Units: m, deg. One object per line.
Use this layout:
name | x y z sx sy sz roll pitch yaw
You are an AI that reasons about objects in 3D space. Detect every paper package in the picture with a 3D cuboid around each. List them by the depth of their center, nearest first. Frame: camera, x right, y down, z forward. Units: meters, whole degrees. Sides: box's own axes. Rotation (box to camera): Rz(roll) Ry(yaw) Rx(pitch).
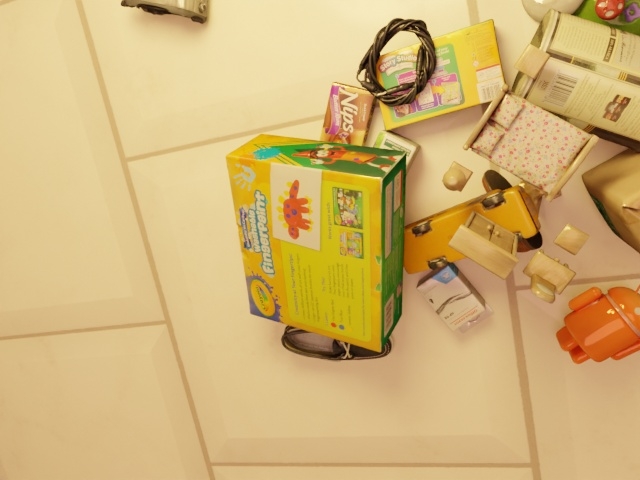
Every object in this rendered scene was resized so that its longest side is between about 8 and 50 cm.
paper package | 0.700 -0.109 0.986 0.309 0.325 0.168 -30 97 20

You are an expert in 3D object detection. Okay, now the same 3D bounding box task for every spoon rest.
spoon rest | 0.455 -0.585 1.061 0.137 0.084 0.277 -4 112 48

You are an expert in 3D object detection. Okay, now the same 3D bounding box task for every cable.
cable | 0.173 -0.385 1.132 0.150 0.047 0.184 39 111 5

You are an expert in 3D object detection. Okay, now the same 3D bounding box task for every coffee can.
coffee can | 0.544 -0.315 1.036 0.275 0.201 0.202 21 110 7

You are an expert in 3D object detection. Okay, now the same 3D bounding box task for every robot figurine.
robot figurine | 0.649 0.189 1.190 0.219 0.128 0.158 -40 59 22

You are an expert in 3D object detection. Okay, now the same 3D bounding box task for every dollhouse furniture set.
dollhouse furniture set | 0.393 -0.113 0.923 0.303 0.174 0.356 33 114 11

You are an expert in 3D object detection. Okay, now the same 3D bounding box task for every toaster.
toaster | -0.376 -0.627 1.278 0.226 0.129 0.147 16 105 14

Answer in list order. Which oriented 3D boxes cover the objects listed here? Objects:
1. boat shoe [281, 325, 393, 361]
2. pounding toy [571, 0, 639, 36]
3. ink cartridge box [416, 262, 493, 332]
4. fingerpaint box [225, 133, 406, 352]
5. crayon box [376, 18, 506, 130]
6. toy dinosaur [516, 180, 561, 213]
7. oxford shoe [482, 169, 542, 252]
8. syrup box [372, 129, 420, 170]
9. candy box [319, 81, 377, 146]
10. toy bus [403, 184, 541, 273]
boat shoe | 0.043 0.281 1.416 0.302 0.091 0.115 1 105 17
pounding toy | 0.624 -0.466 1.029 0.236 0.110 0.183 29 111 8
ink cartridge box | 0.338 0.149 1.309 0.104 0.060 0.180 -40 91 22
fingerpaint box | 0.000 0.000 1.230 0.370 0.163 0.445 11 124 25
crayon box | 0.263 -0.366 1.180 0.278 0.081 0.166 -12 101 19
toy dinosaur | 0.494 -0.107 1.192 0.092 0.053 0.183 -11 78 19
oxford shoe | 0.427 -0.064 1.224 0.212 0.076 0.076 63 150 5
syrup box | 0.144 -0.141 1.269 0.093 0.096 0.237 29 110 10
candy box | 0.064 -0.280 1.279 0.109 0.053 0.187 18 110 11
toy bus | 0.319 -0.023 1.176 0.332 0.130 0.108 -24 94 40
